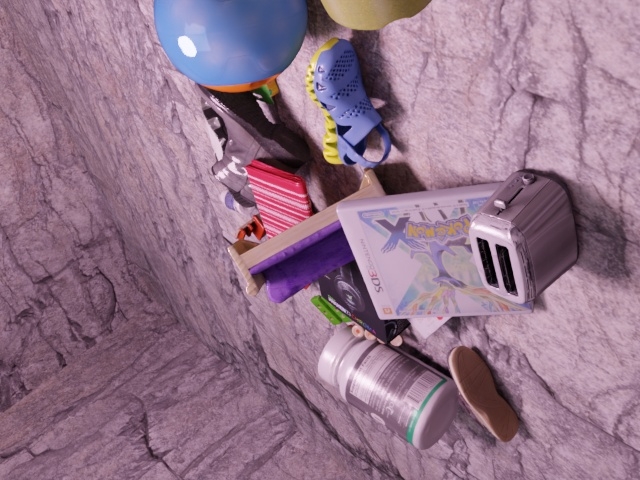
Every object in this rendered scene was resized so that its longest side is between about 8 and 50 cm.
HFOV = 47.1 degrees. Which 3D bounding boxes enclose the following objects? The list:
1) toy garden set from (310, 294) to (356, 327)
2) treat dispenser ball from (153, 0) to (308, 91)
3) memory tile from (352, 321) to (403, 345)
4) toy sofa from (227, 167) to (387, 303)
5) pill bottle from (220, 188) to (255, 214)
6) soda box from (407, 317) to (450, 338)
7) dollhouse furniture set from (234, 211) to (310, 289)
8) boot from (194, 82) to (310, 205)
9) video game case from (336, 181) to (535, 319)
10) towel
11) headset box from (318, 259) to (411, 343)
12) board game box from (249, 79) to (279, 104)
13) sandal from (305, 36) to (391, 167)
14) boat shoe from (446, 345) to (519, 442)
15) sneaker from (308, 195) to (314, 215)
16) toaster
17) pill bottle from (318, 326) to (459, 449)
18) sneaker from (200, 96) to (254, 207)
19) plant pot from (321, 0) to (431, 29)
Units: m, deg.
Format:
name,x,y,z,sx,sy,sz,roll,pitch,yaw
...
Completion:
name,x,y,z,sx,sy,sz,roll,pitch,yaw
toy garden set,0.108,0.210,2.104,0.204,0.049,0.244,47,151,-14
treat dispenser ball,-0.168,-0.425,1.381,0.288,0.288,0.288,41,155,24
memory tile,0.153,0.221,1.968,0.148,0.012,0.113,9,111,23
toy sofa,0.000,0.000,1.576,0.177,0.363,0.150,61,-175,-5
pill bottle,-0.258,-0.124,2.270,0.120,0.067,0.067,23,144,48
soda box,0.273,0.154,1.696,0.074,0.069,0.216,47,156,10
dollhouse furniture set,-0.117,0.038,2.159,0.259,0.135,0.262,48,157,7
boot,-0.211,-0.235,1.785,0.338,0.118,0.223,43,128,-6
video game case,0.227,0.033,1.442,0.329,0.036,0.299,-6,126,26
towel,-0.077,-0.055,1.755,0.199,0.031,0.274,23,140,40
headset box,0.109,0.072,1.798,0.246,0.131,0.283,34,150,34
board game box,-0.176,-0.439,1.699,0.124,0.039,0.259,26,145,45
sandal,0.066,-0.256,1.431,0.138,0.126,0.317,31,158,32
boat shoe,0.378,0.374,1.789,0.285,0.103,0.092,53,153,-18
sneaker,-0.054,-0.029,1.976,0.252,0.111,0.103,57,156,-13
toaster,0.345,0.004,1.246,0.129,0.146,0.226,26,147,47
pill bottle,0.182,0.390,2.000,0.361,0.204,0.204,28,148,33
sneaker,-0.227,-0.243,1.962,0.146,0.123,0.330,152,101,-81
plant pot,0.061,-0.445,1.014,0.276,0.276,0.254,35,164,34
